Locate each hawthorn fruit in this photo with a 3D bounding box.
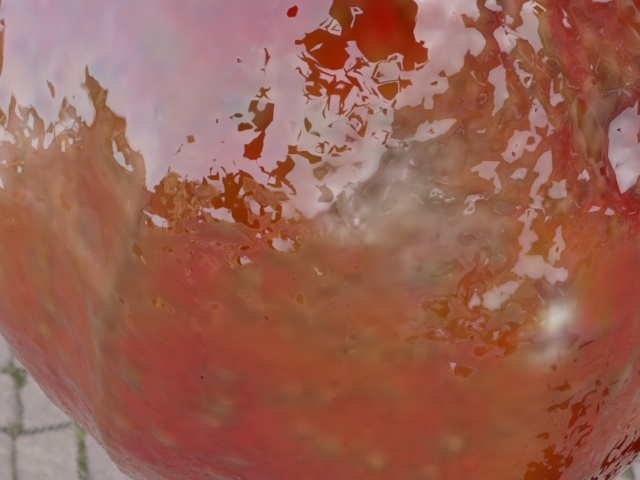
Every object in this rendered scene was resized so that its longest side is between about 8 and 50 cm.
[{"bbox_3d":[0.000,0.000,0.456,0.254,0.254,0.300,36,117,31],"label":"hawthorn fruit"}]
